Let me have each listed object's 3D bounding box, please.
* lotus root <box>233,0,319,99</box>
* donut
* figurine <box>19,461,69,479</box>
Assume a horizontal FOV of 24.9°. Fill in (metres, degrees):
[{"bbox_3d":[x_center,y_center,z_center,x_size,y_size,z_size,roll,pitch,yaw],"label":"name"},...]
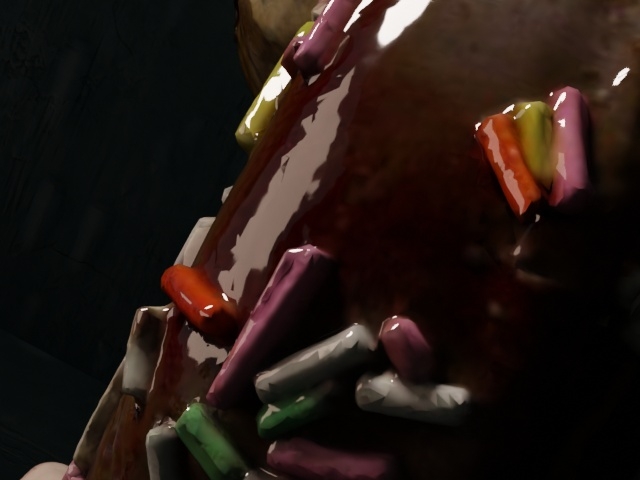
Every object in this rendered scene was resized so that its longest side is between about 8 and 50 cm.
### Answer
[{"bbox_3d":[0.059,-0.159,0.830,0.272,0.192,0.272,-162,90,-89],"label":"lotus root"},{"bbox_3d":[0.013,0.033,0.482,0.345,0.136,0.259,-62,-2,33],"label":"donut"},{"bbox_3d":[-0.130,0.190,0.988,0.257,0.208,0.181,-44,12,-26],"label":"figurine"}]
